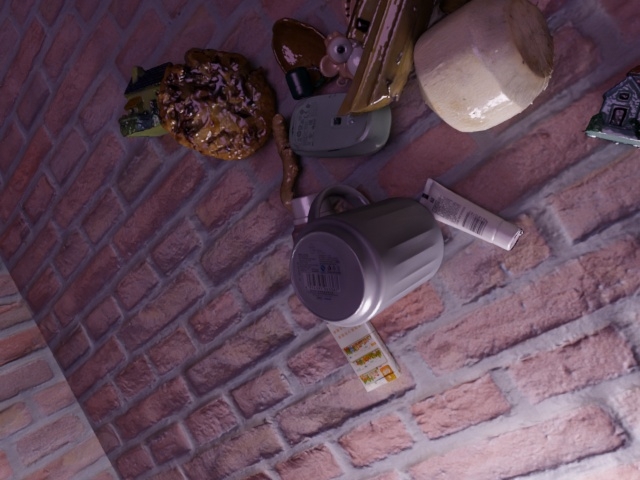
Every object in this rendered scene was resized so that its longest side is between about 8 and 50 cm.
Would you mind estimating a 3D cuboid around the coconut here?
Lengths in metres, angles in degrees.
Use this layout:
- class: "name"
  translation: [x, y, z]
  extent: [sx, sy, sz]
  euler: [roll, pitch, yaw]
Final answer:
- class: "coconut"
  translation: [0.308, -0.344, 0.956]
  extent: [0.247, 0.244, 0.245]
  euler: [-14, 94, 51]

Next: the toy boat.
- class: "toy boat"
  translation: [0.133, -0.462, 0.984]
  extent: [0.162, 0.136, 0.446]
  euler: [28, 116, 24]

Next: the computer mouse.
- class: "computer mouse"
  translation: [0.049, -0.283, 1.204]
  extent: [0.288, 0.097, 0.160]
  euler: [5, 89, 40]

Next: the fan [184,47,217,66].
- class: "fan"
  translation: [-0.309, -0.490, 1.391]
  extent: [0.226, 0.008, 0.153]
  euler: [6, 77, 18]

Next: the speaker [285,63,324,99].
- class: "speaker"
  translation: [-0.036, -0.403, 1.219]
  extent: [0.094, 0.060, 0.075]
  euler: [-20, 107, 4]

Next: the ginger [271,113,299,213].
- class: "ginger"
  translation: [-0.085, -0.199, 1.320]
  extent: [0.089, 0.075, 0.288]
  euler: [-1, 101, 59]

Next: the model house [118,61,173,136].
- class: "model house"
  translation: [-0.507, -0.433, 1.462]
  extent: [0.193, 0.170, 0.212]
  euler: [-4, 99, 34]

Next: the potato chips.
- class: "potato chips"
  translation: [-0.040, -0.479, 1.236]
  extent: [0.201, 0.049, 0.150]
  euler: [34, 135, 21]

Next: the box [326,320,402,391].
- class: "box"
  translation: [0.119, 0.297, 1.335]
  extent: [0.122, 0.032, 0.220]
  euler: [-36, 81, 31]

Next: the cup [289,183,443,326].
- class: "cup"
  translation: [0.083, 0.007, 1.105]
  extent: [0.323, 0.326, 0.237]
  euler: [53, 128, 15]

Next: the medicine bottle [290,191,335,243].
- class: "medicine bottle"
  translation: [0.000, 0.000, 1.273]
  extent: [0.147, 0.147, 0.247]
  euler: [-12, 94, 32]

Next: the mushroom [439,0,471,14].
- class: "mushroom"
  translation: [0.215, -0.624, 1.030]
  extent: [0.333, 0.087, 0.107]
  euler: [55, 137, 12]

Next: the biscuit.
- class: "biscuit"
  translation: [-0.287, -0.373, 1.326]
  extent: [0.333, 0.081, 0.290]
  euler: [12, 103, 1]

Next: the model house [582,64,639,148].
- class: "model house"
  translation: [0.583, -0.251, 0.888]
  extent: [0.148, 0.119, 0.149]
  euler: [18, 102, 26]

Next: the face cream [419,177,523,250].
- class: "face cream"
  translation: [0.337, -0.054, 1.113]
  extent: [0.243, 0.058, 0.092]
  euler: [31, 122, 28]

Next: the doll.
- class: "doll"
  translation: [0.088, -0.493, 1.117]
  extent: [0.154, 0.119, 0.278]
  euler: [8, 106, -7]
